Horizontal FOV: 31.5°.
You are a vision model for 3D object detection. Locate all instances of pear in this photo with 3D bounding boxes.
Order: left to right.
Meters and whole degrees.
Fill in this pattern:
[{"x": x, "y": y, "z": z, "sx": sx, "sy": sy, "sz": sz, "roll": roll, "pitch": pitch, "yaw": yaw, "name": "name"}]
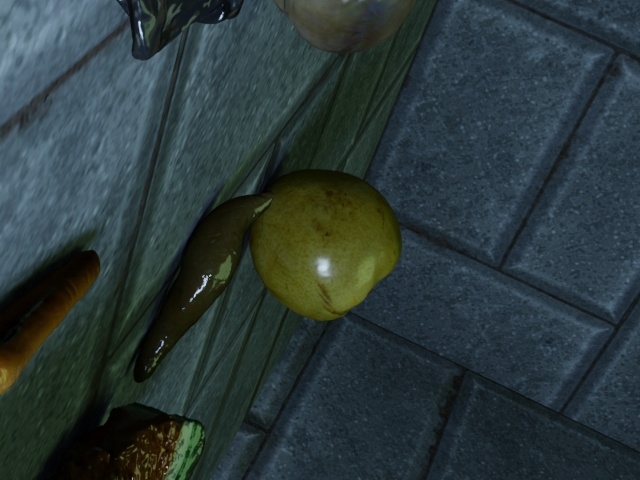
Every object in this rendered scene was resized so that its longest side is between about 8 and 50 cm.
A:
[{"x": 0.000, "y": 0.000, "z": 1.527, "sx": 0.209, "sy": 0.209, "sz": 0.209, "roll": -64, "pitch": 175, "yaw": -10, "name": "pear"}]

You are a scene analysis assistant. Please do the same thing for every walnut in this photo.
[{"x": 0.025, "y": -0.236, "z": 0.948, "sx": 0.162, "sy": 0.140, "sz": 0.140, "roll": 96, "pitch": 19, "yaw": -53, "name": "walnut"}]

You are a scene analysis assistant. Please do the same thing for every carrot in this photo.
[{"x": -0.183, "y": 0.046, "z": 0.755, "sx": 0.190, "sy": 0.037, "sz": 0.037, "roll": -58, "pitch": 172, "yaw": -62, "name": "carrot"}]

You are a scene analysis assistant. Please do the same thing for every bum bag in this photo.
[{"x": -0.071, "y": -0.169, "z": 0.647, "sx": 0.248, "sy": 0.069, "sz": 0.102, "roll": -50, "pitch": 129, "yaw": -66, "name": "bum bag"}]

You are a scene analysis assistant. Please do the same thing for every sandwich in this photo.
[{"x": -0.208, "y": 0.229, "z": 1.107, "sx": 0.185, "sy": 0.109, "sz": 0.160, "roll": -61, "pitch": 154, "yaw": -18, "name": "sandwich"}]

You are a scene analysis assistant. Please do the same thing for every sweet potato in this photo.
[{"x": -0.131, "y": 0.043, "z": 1.197, "sx": 0.249, "sy": 0.059, "sz": 0.069, "roll": -60, "pitch": -173, "yaw": -6, "name": "sweet potato"}]
